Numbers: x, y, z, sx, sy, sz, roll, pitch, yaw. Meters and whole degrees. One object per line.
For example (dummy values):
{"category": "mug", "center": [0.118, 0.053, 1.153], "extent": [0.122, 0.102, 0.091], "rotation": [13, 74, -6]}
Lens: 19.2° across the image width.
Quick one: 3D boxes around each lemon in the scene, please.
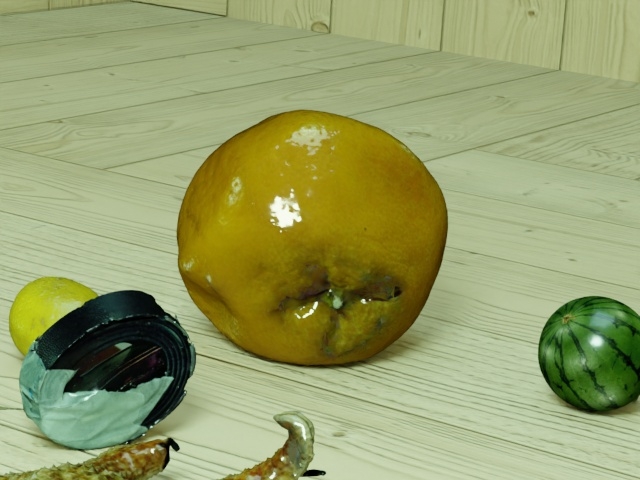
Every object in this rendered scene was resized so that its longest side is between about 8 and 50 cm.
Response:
{"category": "lemon", "center": [-0.222, 0.072, 1.605], "extent": [0.082, 0.082, 0.110], "rotation": [-10, 27, -43]}

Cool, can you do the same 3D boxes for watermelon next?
{"category": "watermelon", "center": [0.235, 0.100, 1.589], "extent": [0.109, 0.109, 0.109], "rotation": [3, 14, -1]}

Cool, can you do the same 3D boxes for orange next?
{"category": "orange", "center": [0.000, 0.000, 1.676], "extent": [0.249, 0.249, 0.183], "rotation": [-3, 32, -23]}

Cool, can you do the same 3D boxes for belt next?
{"category": "belt", "center": [-0.164, 0.100, 1.449], "extent": [0.140, 0.105, 0.058], "rotation": [-28, 29, -15]}

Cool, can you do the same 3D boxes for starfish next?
{"category": "starfish", "center": [-0.141, 0.172, 1.192], "extent": [0.303, 0.113, 0.312], "rotation": [-3, 13, -23]}

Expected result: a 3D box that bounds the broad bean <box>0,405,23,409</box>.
{"category": "broad bean", "center": [-0.362, 0.095, 1.543], "extent": [0.098, 0.056, 0.318], "rotation": [0, 19, -38]}
